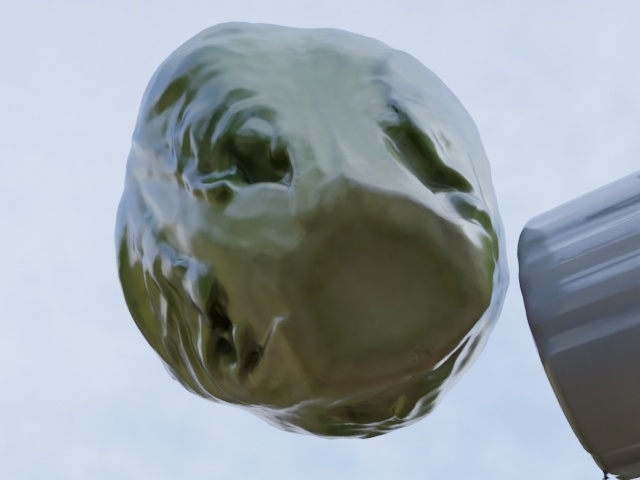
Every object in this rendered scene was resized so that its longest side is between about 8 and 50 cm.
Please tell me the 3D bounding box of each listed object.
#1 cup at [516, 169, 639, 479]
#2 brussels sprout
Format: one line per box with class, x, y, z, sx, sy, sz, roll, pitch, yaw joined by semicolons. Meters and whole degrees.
cup;0.208;0.022;0.901;0.202;0.167;0.221;-22;-13;20
brussels sprout;0.000;0.000;0.974;0.210;0.219;0.271;5;13;-14
